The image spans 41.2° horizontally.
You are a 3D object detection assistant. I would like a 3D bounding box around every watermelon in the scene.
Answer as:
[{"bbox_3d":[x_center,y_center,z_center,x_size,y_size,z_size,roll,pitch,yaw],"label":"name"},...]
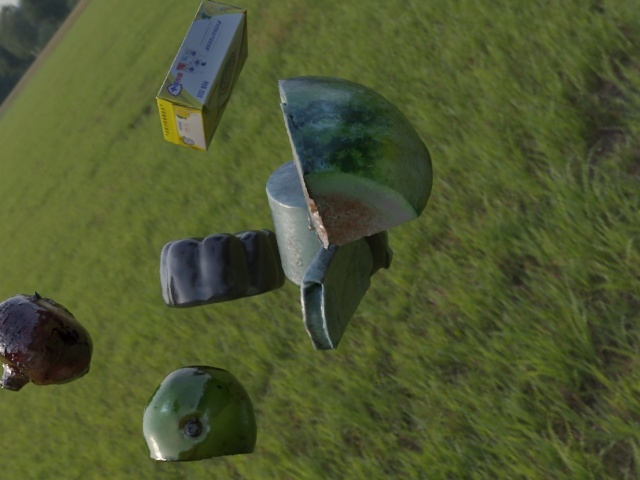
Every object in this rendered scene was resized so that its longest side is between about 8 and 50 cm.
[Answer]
[{"bbox_3d":[0.021,-0.128,1.144,0.180,0.224,0.305,-54,26,21],"label":"watermelon"}]

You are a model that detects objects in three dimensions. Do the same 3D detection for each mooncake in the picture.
[{"bbox_3d":[-0.219,0.060,1.907,0.306,0.306,0.154,-3,94,63],"label":"mooncake"}]

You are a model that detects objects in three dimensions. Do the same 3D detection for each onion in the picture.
[{"bbox_3d":[-0.636,0.235,1.892,0.219,0.252,0.252,-58,22,-3],"label":"onion"}]

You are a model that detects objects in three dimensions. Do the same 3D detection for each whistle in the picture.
[{"bbox_3d":[0.030,0.002,1.354,0.188,0.168,0.405,-13,33,-5],"label":"whistle"}]

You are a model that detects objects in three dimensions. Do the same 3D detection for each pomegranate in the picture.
[{"bbox_3d":[-0.189,0.295,1.464,0.190,0.241,0.159,-15,72,42],"label":"pomegranate"}]

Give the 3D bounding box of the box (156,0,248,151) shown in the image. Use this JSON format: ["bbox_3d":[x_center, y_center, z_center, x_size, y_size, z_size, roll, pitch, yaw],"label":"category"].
[{"bbox_3d":[-0.236,-0.338,1.742,0.168,0.097,0.265,100,-172,-64],"label":"box"}]
